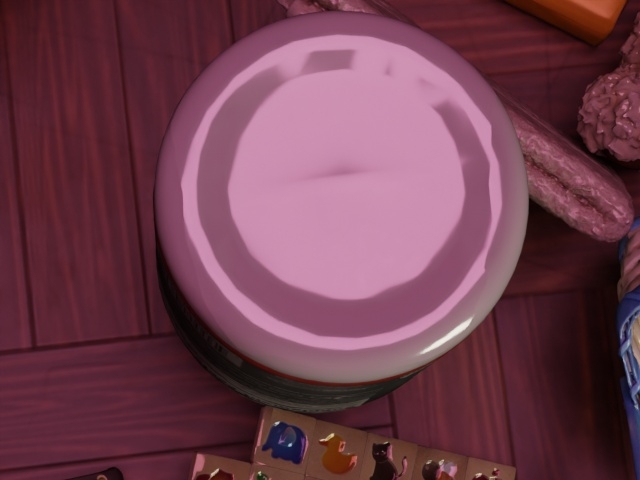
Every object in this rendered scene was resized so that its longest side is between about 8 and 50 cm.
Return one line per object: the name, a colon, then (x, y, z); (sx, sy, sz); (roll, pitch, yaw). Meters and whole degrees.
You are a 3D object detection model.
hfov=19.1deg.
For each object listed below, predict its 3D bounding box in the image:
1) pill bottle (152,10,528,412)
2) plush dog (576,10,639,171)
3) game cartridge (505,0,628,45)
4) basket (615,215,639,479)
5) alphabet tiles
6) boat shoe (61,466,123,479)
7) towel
pill bottle: (0.000, 0.000, 1.202); (0.210, 0.363, 0.210); (1, 81, -4)
plush dog: (0.323, -0.160, 1.302); (0.262, 0.225, 0.211); (2, 77, -24)
game cartridge: (0.129, -0.341, 1.426); (0.323, 0.053, 0.285); (27, 80, -1)
basket: (0.310, 0.079, 1.238); (0.254, 0.289, 0.201); (-22, 126, 9)
alphabet tiles: (0.011, 0.227, 1.295); (0.237, 0.009, 0.198); (16, 81, -20)
boat shoe: (-0.244, 0.194, 1.297); (0.227, 0.081, 0.069); (-2, 78, -13)
towel: (0.096, -0.095, 1.314); (0.282, 0.187, 0.049); (36, 101, 1)
